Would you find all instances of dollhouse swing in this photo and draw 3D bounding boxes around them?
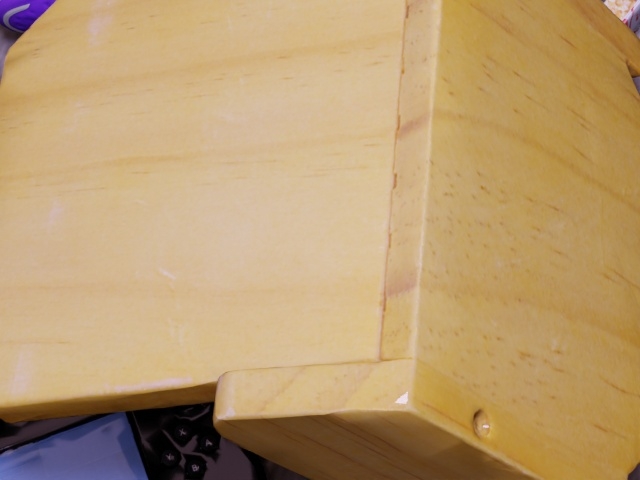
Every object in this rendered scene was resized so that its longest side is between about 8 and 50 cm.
[{"bbox_3d":[0.000,0.000,1.029,0.305,0.315,0.346,-18,55,37],"label":"dollhouse swing"}]

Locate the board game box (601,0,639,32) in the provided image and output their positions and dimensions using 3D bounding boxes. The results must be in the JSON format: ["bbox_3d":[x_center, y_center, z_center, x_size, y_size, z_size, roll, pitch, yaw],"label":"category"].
[{"bbox_3d":[0.160,-0.224,1.178,0.193,0.045,0.146,36,82,18],"label":"board game box"}]

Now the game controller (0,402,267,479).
[{"bbox_3d":[-0.192,0.190,1.106,0.319,0.067,0.166,-21,71,4],"label":"game controller"}]

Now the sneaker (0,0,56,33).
[{"bbox_3d":[-0.102,-0.139,1.169,0.293,0.102,0.146,2,75,10],"label":"sneaker"}]

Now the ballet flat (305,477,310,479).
[{"bbox_3d":[0.058,0.165,1.055,0.124,0.116,0.342,-23,70,-22],"label":"ballet flat"}]
